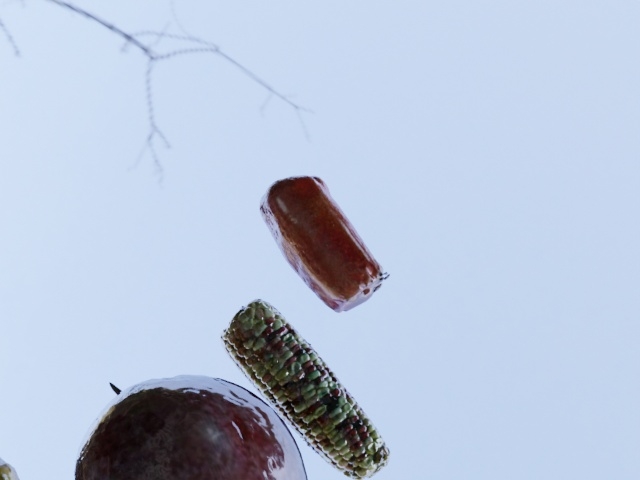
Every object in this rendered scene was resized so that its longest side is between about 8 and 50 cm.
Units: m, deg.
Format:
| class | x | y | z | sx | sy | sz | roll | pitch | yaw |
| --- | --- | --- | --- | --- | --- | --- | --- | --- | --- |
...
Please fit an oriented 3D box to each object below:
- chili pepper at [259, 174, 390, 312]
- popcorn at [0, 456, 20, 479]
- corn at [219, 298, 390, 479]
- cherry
| class | x | y | z | sx | sy | sz | roll | pitch | yaw |
| --- | --- | --- | --- | --- | --- | --- | --- | --- | --- |
| chili pepper | 0.000 | 0.000 | 1.126 | 0.070 | 0.073 | 0.123 | -41 | -102 | 19 |
| popcorn | -0.458 | 0.330 | 1.507 | 0.249 | 0.249 | 0.225 | -50 | -165 | 8 |
| corn | -0.018 | 0.179 | 1.560 | 0.086 | 0.086 | 0.253 | -44 | -96 | 12 |
| cherry | -0.121 | 0.256 | 1.350 | 0.203 | 0.230 | 0.300 | -47 | -120 | 19 |
